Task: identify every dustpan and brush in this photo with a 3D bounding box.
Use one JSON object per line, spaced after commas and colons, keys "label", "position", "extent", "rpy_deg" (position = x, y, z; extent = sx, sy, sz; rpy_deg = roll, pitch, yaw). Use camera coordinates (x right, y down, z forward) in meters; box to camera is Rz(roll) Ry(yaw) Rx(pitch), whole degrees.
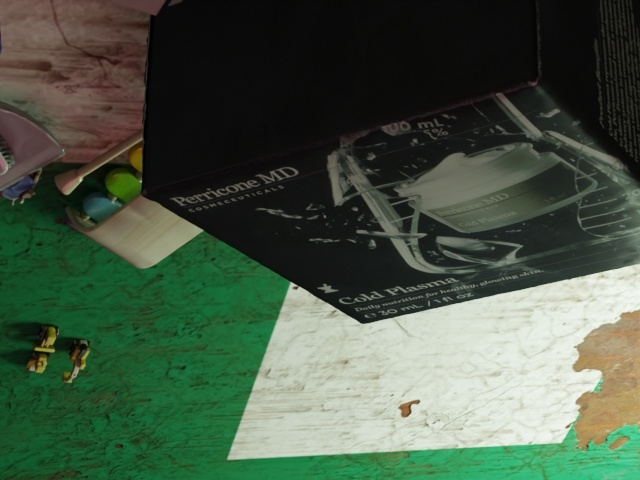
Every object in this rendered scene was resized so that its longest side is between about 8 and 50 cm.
{"label": "dustpan and brush", "position": [-0.431, -0.142, 1.816], "extent": [0.147, 0.060, 0.211], "rpy_deg": [-28, 117, 14]}

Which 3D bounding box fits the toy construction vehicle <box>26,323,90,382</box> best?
{"label": "toy construction vehicle", "position": [-0.389, 0.172, 2.201], "extent": [0.086, 0.035, 0.098], "rpy_deg": [12, 131, -31]}

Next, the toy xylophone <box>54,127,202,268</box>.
{"label": "toy xylophone", "position": [-0.202, -0.088, 1.948], "extent": [0.323, 0.081, 0.236], "rpy_deg": [-29, 138, 12]}

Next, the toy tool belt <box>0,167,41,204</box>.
{"label": "toy tool belt", "position": [-0.393, -0.073, 1.917], "extent": [0.083, 0.051, 0.052], "rpy_deg": [-40, 135, 24]}

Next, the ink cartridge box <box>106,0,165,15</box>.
{"label": "ink cartridge box", "position": [-0.170, -0.409, 1.509], "extent": [0.122, 0.211, 0.289], "rpy_deg": [14, 131, -34]}

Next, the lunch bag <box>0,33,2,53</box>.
{"label": "lunch bag", "position": [-0.521, -0.302, 1.410], "extent": [0.386, 0.327, 0.239], "rpy_deg": [-12, 141, -11]}

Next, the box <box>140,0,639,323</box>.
{"label": "box", "position": [0.127, -0.144, 1.702], "extent": [0.480, 0.297, 0.472], "rpy_deg": [-15, 151, 30]}
